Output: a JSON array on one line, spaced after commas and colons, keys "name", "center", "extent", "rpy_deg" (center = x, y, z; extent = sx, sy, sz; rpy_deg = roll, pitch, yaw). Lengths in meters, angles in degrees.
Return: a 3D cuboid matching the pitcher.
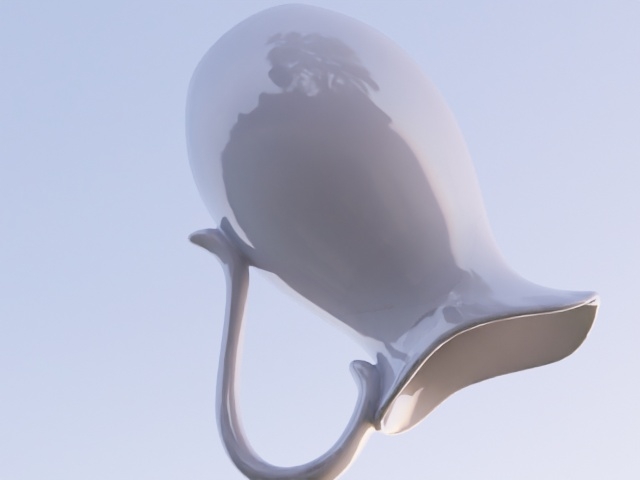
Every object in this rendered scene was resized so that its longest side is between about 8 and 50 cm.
[{"name": "pitcher", "center": [0.000, 0.000, 0.573], "extent": [0.178, 0.207, 0.125], "rpy_deg": [-31, -25, -9]}]
